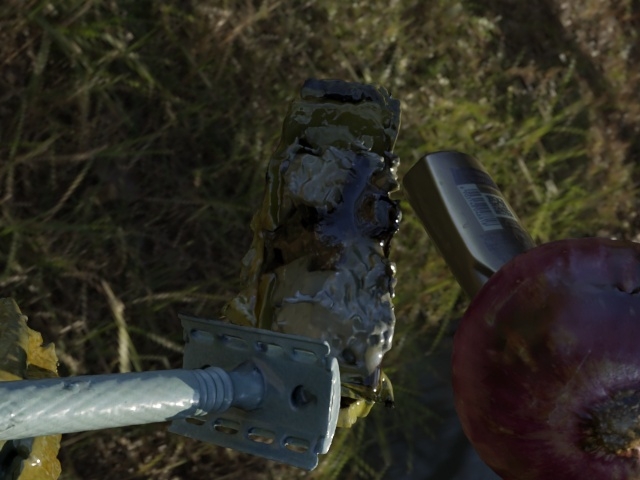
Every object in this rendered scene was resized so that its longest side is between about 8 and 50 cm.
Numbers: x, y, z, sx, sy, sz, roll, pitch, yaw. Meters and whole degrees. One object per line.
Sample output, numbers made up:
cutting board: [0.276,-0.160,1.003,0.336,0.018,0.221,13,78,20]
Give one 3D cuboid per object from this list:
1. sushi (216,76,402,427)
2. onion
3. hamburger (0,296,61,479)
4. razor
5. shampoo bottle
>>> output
sushi: [-0.002,0.003,0.883,0.139,0.131,0.291,8,72,-12]
onion: [0.170,0.083,0.695,0.177,0.153,0.177,-3,97,-23]
hamburger: [-0.240,0.183,0.582,0.132,0.308,0.211,28,5,-18]
razor: [-0.100,0.071,0.496,0.232,0.106,0.068,5,91,-53]
shampoo bottle: [0.205,0.049,1.178,0.126,0.084,0.350,7,42,-40]
